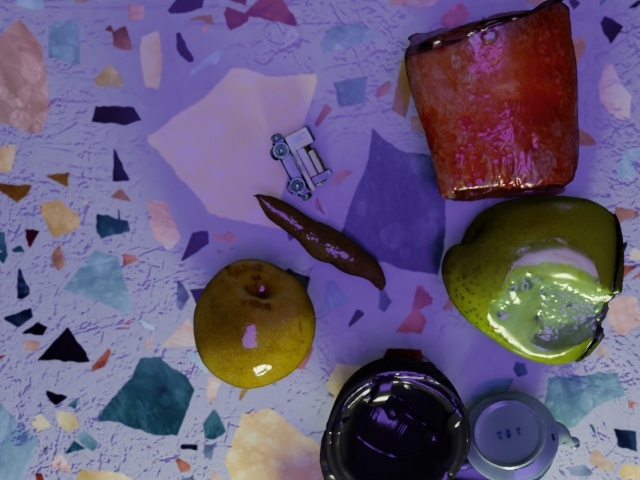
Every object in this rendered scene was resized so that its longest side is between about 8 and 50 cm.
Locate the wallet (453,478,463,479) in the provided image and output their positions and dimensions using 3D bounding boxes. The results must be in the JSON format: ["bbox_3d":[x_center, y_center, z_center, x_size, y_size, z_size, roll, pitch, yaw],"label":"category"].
[{"bbox_3d":[0.252,0.482,1.402,0.235,0.160,0.055,7,119,0],"label":"wallet"}]

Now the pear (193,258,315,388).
[{"bbox_3d":[-0.111,0.144,1.328,0.208,0.209,0.209,0,99,1],"label":"pear"}]

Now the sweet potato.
[{"bbox_3d":[0.000,0.000,1.371,0.273,0.067,0.067,33,98,-7],"label":"sweet potato"}]

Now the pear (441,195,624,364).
[{"bbox_3d":[0.330,0.057,1.312,0.292,0.159,0.293,2,109,7],"label":"pear"}]

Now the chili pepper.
[{"bbox_3d":[0.274,-0.197,1.254,0.251,0.229,0.306,-16,99,-24],"label":"chili pepper"}]

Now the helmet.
[{"bbox_3d":[0.123,0.311,1.374,0.230,0.160,0.279,26,111,-3],"label":"helmet"}]

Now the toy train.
[{"bbox_3d":[-0.034,-0.131,1.360,0.081,0.050,0.122,-29,97,-2],"label":"toy train"}]

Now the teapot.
[{"bbox_3d":[0.327,0.355,1.397,0.231,0.159,0.159,-15,99,11],"label":"teapot"}]
